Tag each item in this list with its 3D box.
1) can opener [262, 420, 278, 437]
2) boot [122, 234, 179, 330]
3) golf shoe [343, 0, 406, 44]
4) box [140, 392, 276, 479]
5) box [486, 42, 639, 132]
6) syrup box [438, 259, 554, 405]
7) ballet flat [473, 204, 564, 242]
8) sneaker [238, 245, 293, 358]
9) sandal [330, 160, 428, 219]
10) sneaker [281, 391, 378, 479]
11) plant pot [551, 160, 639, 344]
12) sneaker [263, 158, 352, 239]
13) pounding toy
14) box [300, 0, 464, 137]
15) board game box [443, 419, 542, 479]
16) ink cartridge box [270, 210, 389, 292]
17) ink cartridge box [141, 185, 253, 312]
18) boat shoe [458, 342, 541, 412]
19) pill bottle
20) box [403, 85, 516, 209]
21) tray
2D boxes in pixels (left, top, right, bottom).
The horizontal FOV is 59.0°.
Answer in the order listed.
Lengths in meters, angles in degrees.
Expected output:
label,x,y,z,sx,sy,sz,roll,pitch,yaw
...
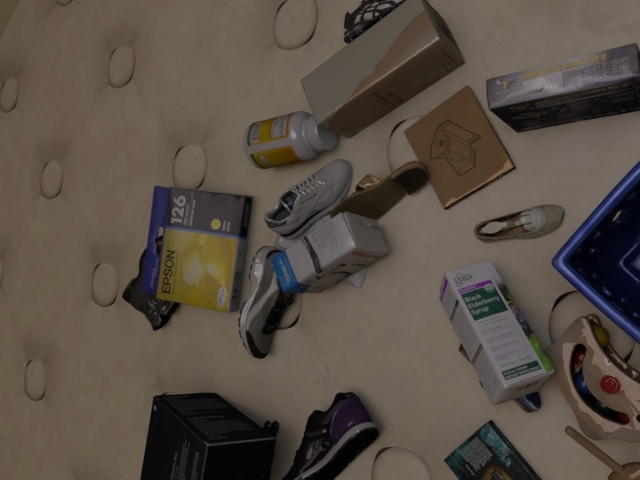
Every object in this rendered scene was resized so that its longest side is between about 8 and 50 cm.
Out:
label,x,y,z,sx,sy,sz,roll,pitch,yaw
can opener,-0.150,0.519,1.363,0.073,0.059,0.186,27,101,33
boot,-0.448,0.122,1.607,0.161,0.083,0.247,36,105,19
golf shoe,0.130,-0.515,1.260,0.198,0.077,0.094,-18,75,30
box,-0.281,0.573,1.326,0.312,0.178,0.344,11,92,52
box,0.425,-0.251,0.970,0.230,0.183,0.056,-6,82,34
syrup box,0.306,0.160,1.015,0.093,0.096,0.237,-15,56,-8
ballet flat,0.370,-0.028,1.065,0.168,0.052,0.057,-18,76,31
sneaker,-0.121,0.153,1.357,0.107,0.100,0.272,11,92,29
sandal,0.127,-0.115,1.238,0.240,0.088,0.079,-30,37,29
sneaker,0.004,0.451,1.257,0.283,0.107,0.124,-46,48,18
plant pot,0.533,0.030,0.853,0.236,0.212,0.236,47,111,29
sneaker,-0.025,-0.103,1.295,0.235,0.095,0.090,-46,54,2
pounding toy,0.474,0.251,0.906,0.154,0.154,0.270,-35,67,31
box,0.127,-0.360,1.207,0.311,0.148,0.121,-30,70,30
board game box,0.338,0.451,1.058,0.126,0.026,0.186,-50,61,20
ink cartridge box,0.022,0.032,1.201,0.203,0.148,0.086,-32,68,28
ink cartridge box,-0.343,0.014,1.493,0.307,0.072,0.304,7,91,16
boat shoe,0.334,0.252,1.063,0.066,0.066,0.183,-54,53,26
pill bottle,-0.071,-0.242,1.345,0.208,0.117,0.118,-6,82,34
box,0.280,-0.188,1.161,0.164,0.021,0.201,-33,69,28
tray,0.000,0.000,1.328,0.270,0.030,0.145,21,98,34
